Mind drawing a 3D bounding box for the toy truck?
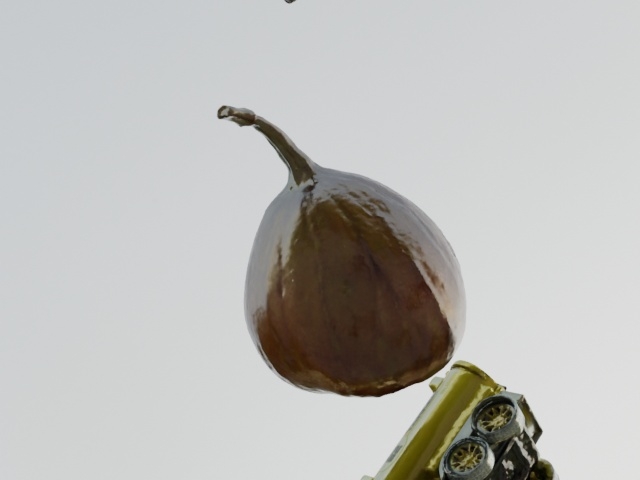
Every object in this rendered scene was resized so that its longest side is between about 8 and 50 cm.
[{"bbox_3d":[0.085,0.198,0.963,0.114,0.227,0.098,9,-39,45],"label":"toy truck"}]

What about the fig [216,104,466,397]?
[{"bbox_3d":[0.016,0.017,0.894,0.148,0.149,0.202,-10,-114,-13],"label":"fig"}]

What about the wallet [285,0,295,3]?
[{"bbox_3d":[-0.005,-0.176,0.564,0.030,0.166,0.111,-36,-82,-24],"label":"wallet"}]
